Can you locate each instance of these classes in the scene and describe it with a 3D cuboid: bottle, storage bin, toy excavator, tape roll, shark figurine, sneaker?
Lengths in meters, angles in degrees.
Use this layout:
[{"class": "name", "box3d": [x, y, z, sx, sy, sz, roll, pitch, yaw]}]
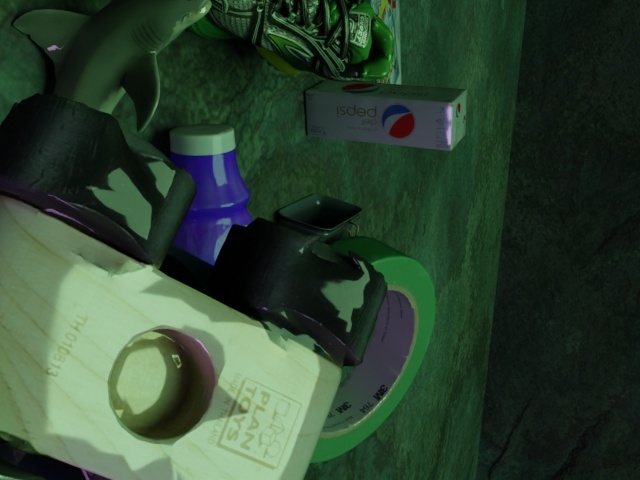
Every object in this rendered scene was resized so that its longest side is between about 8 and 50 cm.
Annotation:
[{"class": "bottle", "box3d": [-0.119, 0.019, 0.864, 0.118, 0.092, 0.282, -33, 127, -58]}, {"class": "storage bin", "box3d": [0.000, 0.000, 1.142, 0.135, 0.098, 0.091, -33, 138, -60]}, {"class": "toy excavator", "box3d": [-0.136, 0.114, 0.609, 0.433, 0.445, 0.222, 31, 72, -29]}, {"class": "tape roll", "box3d": [0.032, 0.154, 1.129, 0.321, 0.077, 0.321, -26, 131, -35]}, {"class": "shark figurine", "box3d": [-0.206, -0.124, 0.655, 0.116, 0.166, 0.278, 32, 85, -38]}, {"class": "sneaker", "box3d": [-0.024, -0.244, 0.801, 0.343, 0.146, 0.134, 3, 103, -63]}]

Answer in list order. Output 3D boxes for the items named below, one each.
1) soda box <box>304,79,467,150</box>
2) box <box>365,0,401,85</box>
[{"class": "soda box", "box3d": [0.090, -0.177, 1.120, 0.074, 0.216, 0.069, -44, 138, -54]}, {"class": "box", "box3d": [0.081, -0.322, 1.267, 0.159, 0.044, 0.233, -46, 138, -54]}]
